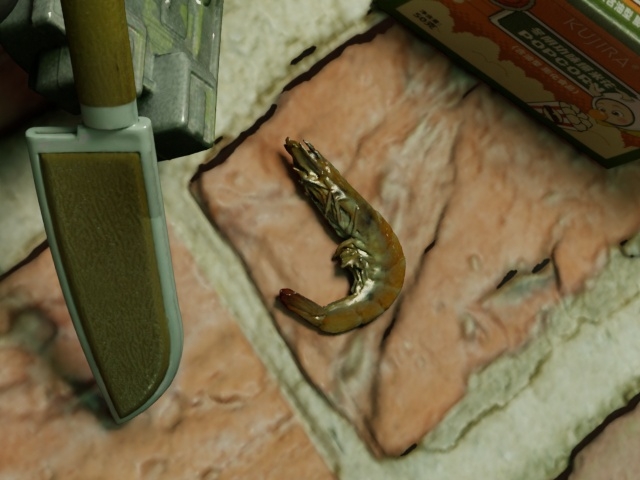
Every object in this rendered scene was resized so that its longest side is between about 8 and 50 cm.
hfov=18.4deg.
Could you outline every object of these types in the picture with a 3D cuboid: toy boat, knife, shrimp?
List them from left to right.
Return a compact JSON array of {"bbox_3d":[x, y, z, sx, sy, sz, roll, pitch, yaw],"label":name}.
[{"bbox_3d":[-0.107,-0.044,0.937,0.027,0.061,0.343,-82,168,-53],"label":"knife"},{"bbox_3d":[-0.092,-0.203,1.036,0.141,0.092,0.319,34,52,-51],"label":"toy boat"},{"bbox_3d":[0.000,0.000,1.105,0.083,0.023,0.114,-41,105,-26],"label":"shrimp"}]

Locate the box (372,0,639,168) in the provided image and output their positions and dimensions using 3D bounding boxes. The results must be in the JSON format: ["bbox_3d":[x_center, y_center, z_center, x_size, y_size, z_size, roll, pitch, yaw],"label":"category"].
[{"bbox_3d":[0.171,-0.175,1.163,0.195,0.148,0.177,34,65,-21],"label":"box"}]

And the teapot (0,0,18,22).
[{"bbox_3d":[-0.304,-0.199,0.884,0.223,0.305,0.285,-15,90,-65],"label":"teapot"}]
